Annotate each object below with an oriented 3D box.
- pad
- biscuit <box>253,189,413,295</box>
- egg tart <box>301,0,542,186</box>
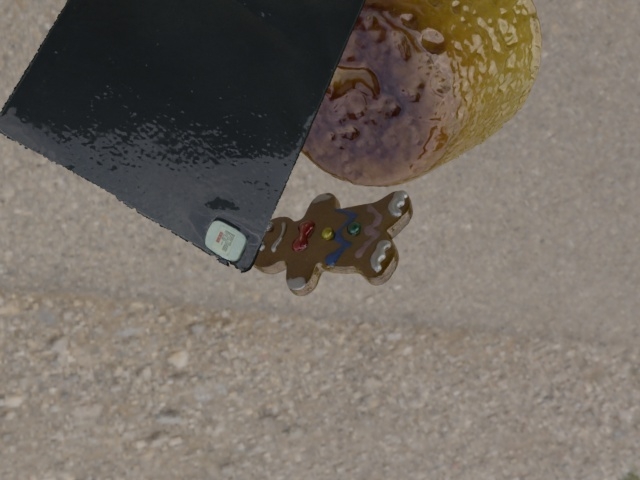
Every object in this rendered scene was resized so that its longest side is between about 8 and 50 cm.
[{"bbox_3d":[-0.042,-0.094,0.381,0.116,0.193,0.004,31,155,-22],"label":"pad"},{"bbox_3d":[0.000,0.000,1.000,0.204,0.138,0.031,-3,143,33],"label":"biscuit"},{"bbox_3d":[0.057,-0.140,0.695,0.147,0.202,0.203,-43,169,-50],"label":"egg tart"}]
